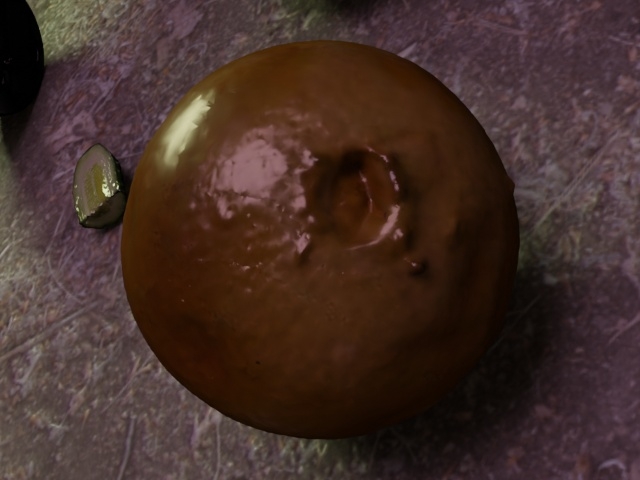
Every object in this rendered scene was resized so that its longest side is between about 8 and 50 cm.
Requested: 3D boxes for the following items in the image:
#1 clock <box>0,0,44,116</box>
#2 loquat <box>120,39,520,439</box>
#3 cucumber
[{"bbox_3d":[-0.433,-0.320,1.625,0.120,0.276,0.379,-8,89,29],"label":"clock"},{"bbox_3d":[0.000,0.000,1.127,0.328,0.328,0.328,-18,52,25],"label":"loquat"},{"bbox_3d":[-0.235,-0.061,1.525,0.067,0.035,0.107,-42,40,20],"label":"cucumber"}]
